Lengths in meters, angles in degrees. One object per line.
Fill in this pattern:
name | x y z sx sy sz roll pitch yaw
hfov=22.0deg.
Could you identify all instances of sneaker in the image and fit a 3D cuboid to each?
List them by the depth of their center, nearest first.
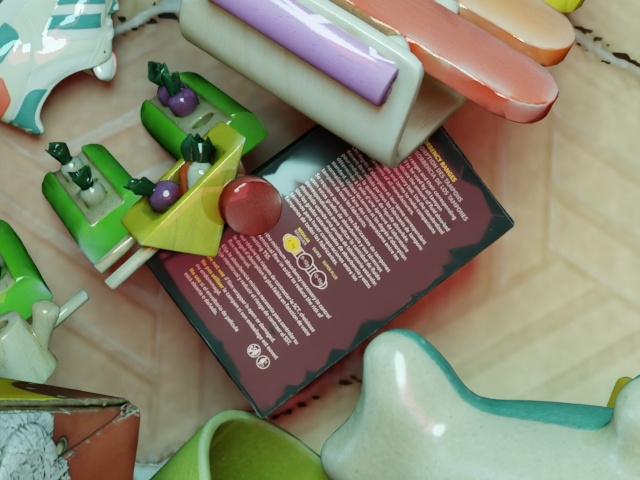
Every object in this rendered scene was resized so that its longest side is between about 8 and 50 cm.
sneaker | -0.130 -0.129 0.894 0.075 0.057 0.161 42 84 -19

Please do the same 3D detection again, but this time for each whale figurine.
whale figurine | 0.137 0.138 0.826 0.272 0.141 0.216 31 126 16

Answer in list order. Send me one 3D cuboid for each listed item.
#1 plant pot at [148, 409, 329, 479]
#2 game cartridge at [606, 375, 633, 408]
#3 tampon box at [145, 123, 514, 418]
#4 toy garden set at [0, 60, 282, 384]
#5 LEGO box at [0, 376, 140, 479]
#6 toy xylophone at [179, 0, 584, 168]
plant pot | -0.079 0.279 0.802 0.293 0.275 0.275 -38 92 11
game cartridge | 0.242 0.274 0.917 0.285 0.053 0.323 22 89 -4
tampon box | 0.000 0.000 0.862 0.161 0.120 0.101 -37 93 -5
toy garden set | -0.136 0.002 0.808 0.244 0.204 0.049 -38 115 -5
LEGO box | -0.356 0.217 0.691 0.500 0.193 0.372 7 88 23
toy xylophone | 0.026 -0.154 0.812 0.236 0.322 0.081 28 130 4
